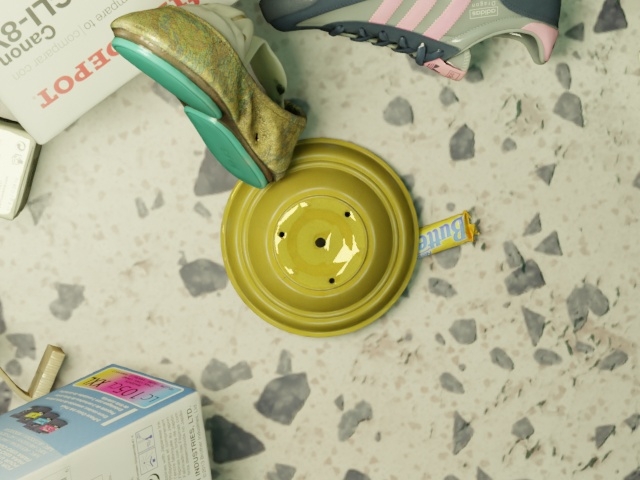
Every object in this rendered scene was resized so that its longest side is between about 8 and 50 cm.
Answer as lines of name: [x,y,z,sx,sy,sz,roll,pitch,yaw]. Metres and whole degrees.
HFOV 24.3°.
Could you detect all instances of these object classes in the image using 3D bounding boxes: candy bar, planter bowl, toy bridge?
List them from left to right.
toy bridge: [-0.292,0.143,1.575,0.188,0.026,0.063,21,96,-29]
planter bowl: [0.000,0.000,1.570,0.217,0.090,0.217,0,94,-1]
candy bar: [0.095,0.008,1.629,0.161,0.018,0.040,-19,100,-2]

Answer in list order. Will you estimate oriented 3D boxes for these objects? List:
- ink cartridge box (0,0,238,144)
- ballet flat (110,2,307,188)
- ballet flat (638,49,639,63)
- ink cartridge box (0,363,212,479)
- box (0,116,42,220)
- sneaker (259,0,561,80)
ink cartridge box: [-0.279,-0.330,1.418,0.279,0.160,0.385,-36,118,1]
ballet flat: [-0.096,-0.161,1.425,0.123,0.348,0.123,-6,69,15]
ballet flat: [0.392,-0.244,1.576,0.139,0.139,0.400,-18,100,-3]
ink cartridge box: [-0.287,0.318,1.444,0.395,0.151,0.270,-24,114,-45]
box: [-0.428,-0.104,1.516,0.275,0.113,0.094,16,96,-9]
sneaker: [0.099,-0.226,1.549,0.318,0.112,0.131,-8,96,-3]
